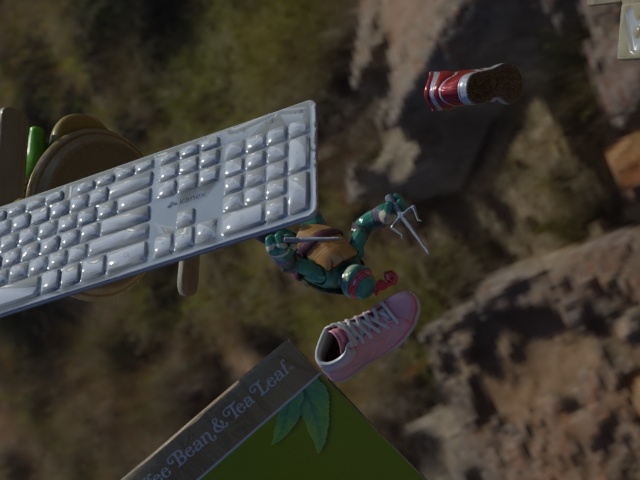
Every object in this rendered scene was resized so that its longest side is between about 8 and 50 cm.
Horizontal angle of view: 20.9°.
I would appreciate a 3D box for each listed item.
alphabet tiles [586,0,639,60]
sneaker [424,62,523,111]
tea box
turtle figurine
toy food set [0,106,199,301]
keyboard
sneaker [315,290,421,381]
[{"bbox_3d":[0.351,-0.342,1.642,0.285,0.011,0.342,7,92,61],"label":"alphabet tiles"},{"bbox_3d":[0.149,-0.151,1.719,0.067,0.118,0.042,-2,95,36],"label":"sneaker"},{"bbox_3d":[-0.016,0.303,1.289,0.323,0.220,0.329,45,155,12],"label":"tea box"},{"bbox_3d":[0.000,0.000,1.952,0.234,0.175,0.118,35,131,37],"label":"turtle figurine"},{"bbox_3d":[-0.164,-0.023,1.238,0.039,0.192,0.132,-1,82,44],"label":"toy food set"},{"bbox_3d":[-0.117,-0.001,0.826,0.072,0.256,0.014,-87,-28,-46],"label":"keyboard"},{"bbox_3d":[0.049,0.101,1.913,0.051,0.134,0.070,52,-174,28],"label":"sneaker"}]
